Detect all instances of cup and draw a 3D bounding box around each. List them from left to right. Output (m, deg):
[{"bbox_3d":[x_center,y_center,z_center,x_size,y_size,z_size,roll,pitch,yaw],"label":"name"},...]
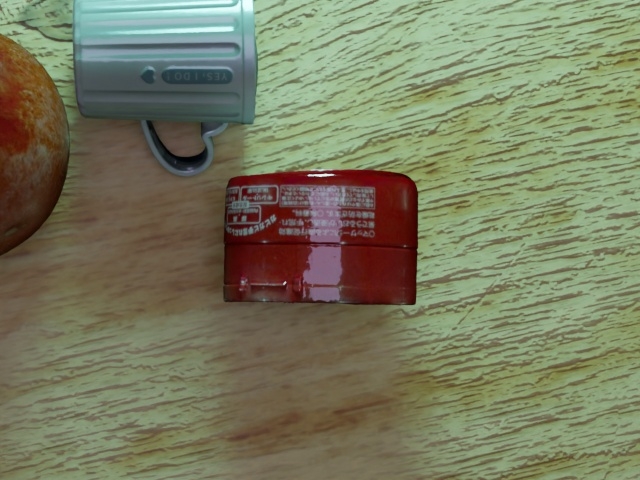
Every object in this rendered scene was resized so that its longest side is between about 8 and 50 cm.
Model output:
[{"bbox_3d":[-0.173,-0.187,1.714,0.202,0.167,0.221,-1,88,-5],"label":"cup"}]

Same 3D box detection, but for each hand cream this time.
[{"bbox_3d":[0.000,0.000,1.707,0.230,0.230,0.149,-1,89,-8],"label":"hand cream"}]

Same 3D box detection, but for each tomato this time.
[{"bbox_3d":[-0.395,-0.109,1.636,0.265,0.265,0.265,0,89,-8],"label":"tomato"}]
